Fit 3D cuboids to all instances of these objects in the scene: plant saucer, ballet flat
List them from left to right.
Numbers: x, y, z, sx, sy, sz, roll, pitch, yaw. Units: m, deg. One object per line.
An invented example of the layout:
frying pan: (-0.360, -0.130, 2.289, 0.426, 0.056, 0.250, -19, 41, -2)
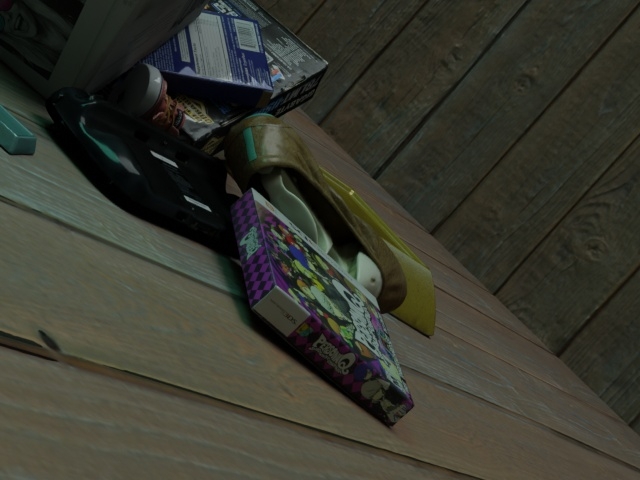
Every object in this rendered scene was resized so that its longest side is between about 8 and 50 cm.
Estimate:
plant saucer: (-0.337, -0.147, 1.370, 0.192, 0.018, 0.067, 41, 7, 4)
ballet flat: (0.000, 0.000, 1.772, 0.342, 0.116, 0.124, 56, 15, -33)
plant saucer: (0.019, -0.030, 2.218, 0.333, 0.081, 0.333, 31, 12, -48)

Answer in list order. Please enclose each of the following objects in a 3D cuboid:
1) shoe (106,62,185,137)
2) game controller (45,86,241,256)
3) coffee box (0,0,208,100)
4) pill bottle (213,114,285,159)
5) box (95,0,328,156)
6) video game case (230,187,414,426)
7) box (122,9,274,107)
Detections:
shoe: (-0.188, -0.154, 1.720, 0.081, 0.063, 0.178, 18, -12, -20)
game controller: (-0.172, -0.067, 1.625, 0.166, 0.067, 0.319, 61, 16, 24)
coffee box: (-0.253, -0.419, 1.677, 0.334, 0.338, 0.337, 41, 36, 0)
pill bottle: (-0.180, -0.252, 2.175, 0.278, 0.162, 0.162, 48, 10, 37)
box: (-0.185, -0.252, 1.959, 0.295, 0.073, 0.293, 42, 43, 11)
video game case: (-0.002, 0.067, 1.587, 0.210, 0.042, 0.232, 42, 14, -24)
box: (-0.176, -0.240, 1.874, 0.225, 0.036, 0.136, 9, 46, -25)
